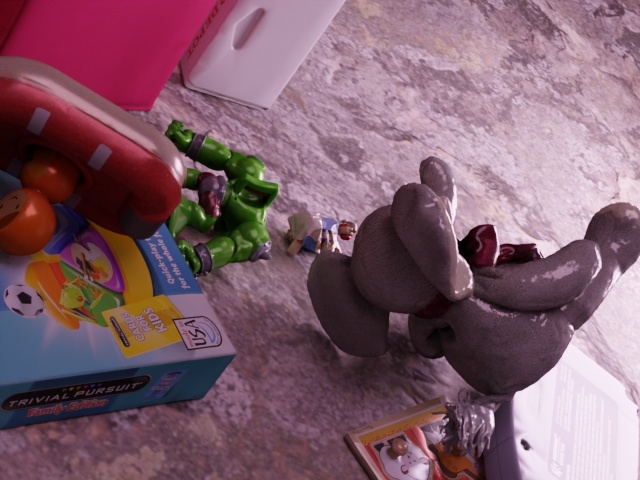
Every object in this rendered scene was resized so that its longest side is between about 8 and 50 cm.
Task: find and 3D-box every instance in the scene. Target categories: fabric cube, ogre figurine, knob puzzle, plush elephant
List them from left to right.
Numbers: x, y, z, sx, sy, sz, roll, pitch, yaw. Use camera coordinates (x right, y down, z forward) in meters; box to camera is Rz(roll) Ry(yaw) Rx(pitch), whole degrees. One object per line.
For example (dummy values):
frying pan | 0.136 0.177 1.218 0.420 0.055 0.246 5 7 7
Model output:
fabric cube | -0.281 -0.319 1.494 0.254 0.258 0.259 -4 52 -45
ogre figurine | -0.112 -0.039 1.467 0.118 0.096 0.197 9 31 -18
plush elephant | 0.139 0.034 1.445 0.255 0.272 0.330 49 49 -14
knob puzzle | 0.138 0.252 1.410 0.213 0.030 0.213 24 37 -20

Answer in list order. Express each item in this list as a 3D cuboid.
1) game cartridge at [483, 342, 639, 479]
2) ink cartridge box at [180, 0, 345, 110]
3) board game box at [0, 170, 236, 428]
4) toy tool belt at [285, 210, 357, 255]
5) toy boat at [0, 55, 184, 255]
game cartridge | 0.270 0.223 1.519 0.196 0.060 0.294 41 32 -13
ink cartridge box | -0.091 -0.354 1.730 0.129 0.223 0.307 15 41 -30
board game box | -0.275 0.042 1.242 0.336 0.079 0.253 -4 52 -44
toy tool belt | 0.000 0.000 1.568 0.083 0.052 0.051 13 73 -26
toy boat | -0.247 -0.055 1.214 0.231 0.151 0.151 30 64 -9
